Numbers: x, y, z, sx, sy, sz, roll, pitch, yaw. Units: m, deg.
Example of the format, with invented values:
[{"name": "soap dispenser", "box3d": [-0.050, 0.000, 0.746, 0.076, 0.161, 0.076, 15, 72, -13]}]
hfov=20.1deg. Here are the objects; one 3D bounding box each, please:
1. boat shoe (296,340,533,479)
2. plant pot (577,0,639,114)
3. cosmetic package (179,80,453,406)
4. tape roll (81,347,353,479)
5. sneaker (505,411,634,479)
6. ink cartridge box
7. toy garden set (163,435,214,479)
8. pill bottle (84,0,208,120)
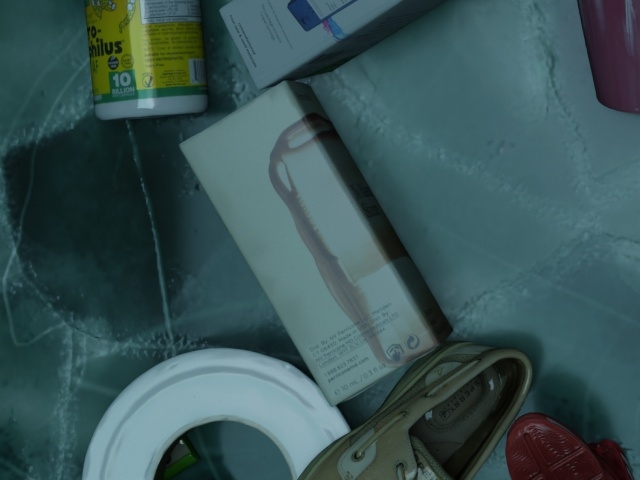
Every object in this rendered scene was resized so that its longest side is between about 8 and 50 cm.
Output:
[{"name": "boat shoe", "box3d": [0.075, 0.224, 1.719, 0.121, 0.110, 0.341, 46, 67, -17]}, {"name": "plant pot", "box3d": [0.325, -0.219, 1.693, 0.201, 0.201, 0.180, 2, 109, 11]}, {"name": "cosmetic package", "box3d": [0.000, 0.000, 1.784, 0.129, 0.153, 0.296, -31, 89, 10]}, {"name": "tape roll", "box3d": [-0.096, 0.250, 1.815, 0.286, 0.100, 0.286, 0, 86, 1]}, {"name": "sneaker", "box3d": [0.243, 0.223, 1.749, 0.087, 0.128, 0.221, -31, 117, 13]}, {"name": "ink cartridge box", "box3d": [0.035, -0.238, 1.728, 0.212, 0.154, 0.093, -27, 87, 32]}, {"name": "toy garden set", "box3d": [-0.170, 0.353, 1.891, 0.204, 0.049, 0.244, -34, 87, 11]}, {"name": "pill bottle", "box3d": [-0.179, -0.228, 1.820, 0.117, 0.117, 0.208, -4, 93, 11]}]
